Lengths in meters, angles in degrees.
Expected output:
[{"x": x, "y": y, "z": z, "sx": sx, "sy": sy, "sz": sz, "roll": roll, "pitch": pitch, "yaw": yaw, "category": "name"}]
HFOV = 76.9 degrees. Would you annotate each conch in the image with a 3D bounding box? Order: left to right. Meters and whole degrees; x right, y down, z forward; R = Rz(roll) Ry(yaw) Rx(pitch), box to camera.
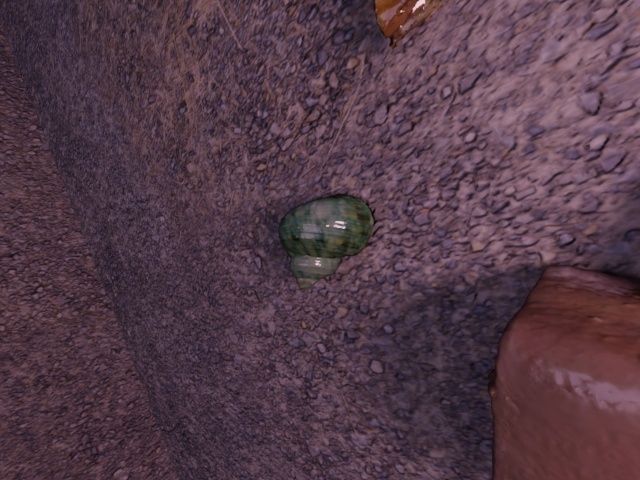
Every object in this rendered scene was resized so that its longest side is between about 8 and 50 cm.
[{"x": 0.000, "y": -0.001, "z": 0.779, "sx": 0.175, "sy": 0.122, "sz": 0.188, "roll": 22, "pitch": 125, "yaw": 8, "category": "conch"}]

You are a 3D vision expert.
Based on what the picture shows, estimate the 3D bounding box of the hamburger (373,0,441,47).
[{"x": 0.129, "y": -0.374, "z": 0.563, "sx": 0.102, "sy": 0.087, "sz": 0.176, "roll": -6, "pitch": 92, "yaw": 31, "category": "hamburger"}]

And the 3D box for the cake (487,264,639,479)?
[{"x": 0.343, "y": 0.212, "z": 0.460, "sx": 0.230, "sy": 0.237, "sz": 0.309, "roll": 7, "pitch": 111, "yaw": 44, "category": "cake"}]
